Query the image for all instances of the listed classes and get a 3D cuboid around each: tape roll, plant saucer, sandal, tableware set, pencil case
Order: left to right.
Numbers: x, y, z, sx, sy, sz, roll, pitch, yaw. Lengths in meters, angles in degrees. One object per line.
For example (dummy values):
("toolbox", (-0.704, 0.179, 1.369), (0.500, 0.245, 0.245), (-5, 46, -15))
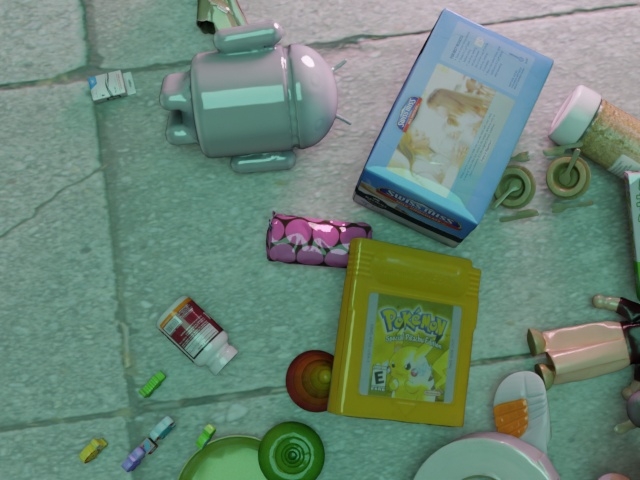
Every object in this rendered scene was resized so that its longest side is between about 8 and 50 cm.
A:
("plant saucer", (-0.156, 0.491, 1.759), (0.241, 0.037, 0.241), (0, 84, 0))
("pencil case", (0.000, 0.000, 1.781), (0.209, 0.095, 0.098), (7, 69, -2))
("tape roll", (0.306, 0.495, 1.686), (0.286, 0.100, 0.286), (-2, 85, 21))
("sandal", (0.389, 0.381, 1.758), (0.102, 0.076, 0.265), (-5, 86, 21))
("tableware set", (0.418, -0.113, 1.771), (0.194, 0.039, 0.128), (-11, 87, 30))

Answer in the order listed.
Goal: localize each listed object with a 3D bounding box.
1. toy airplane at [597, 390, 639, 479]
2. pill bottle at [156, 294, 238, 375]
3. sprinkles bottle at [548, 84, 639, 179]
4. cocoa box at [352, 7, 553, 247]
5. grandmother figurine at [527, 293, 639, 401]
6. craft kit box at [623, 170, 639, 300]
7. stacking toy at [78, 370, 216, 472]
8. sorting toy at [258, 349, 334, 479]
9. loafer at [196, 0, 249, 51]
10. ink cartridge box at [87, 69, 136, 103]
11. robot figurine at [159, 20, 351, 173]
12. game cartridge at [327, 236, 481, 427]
("toy airplane", (0.593, 0.457, 1.628), (0.386, 0.272, 0.384), (-40, 110, -42))
("pill bottle", (-0.233, 0.183, 1.761), (0.152, 0.086, 0.086), (44, 86, 2))
("sprinkles bottle", (0.621, -0.164, 1.786), (0.355, 0.121, 0.121), (30, 85, 1))
("cocoa box", (0.238, -0.201, 1.713), (0.231, 0.228, 0.347), (26, 79, 1))
("grandmother figurine", (0.580, 0.202, 1.765), (0.342, 0.104, 0.208), (-14, 94, 1))
("craft kit box", (0.703, -0.022, 1.712), (0.246, 0.061, 0.250), (-8, 99, 12))
("stacking toy", (-0.324, 0.381, 1.741), (0.167, 0.052, 0.221), (40, 85, 16))
("sorting toy", (-0.039, 0.371, 1.698), (0.127, 0.126, 0.366), (21, 74, -4))
("loafer", (-0.207, -0.456, 1.812), (0.092, 0.102, 0.269), (-26, 86, -9))
("ink cartridge box", (-0.413, -0.307, 1.832), (0.083, 0.028, 0.048), (-15, 85, -2))
("robot figurine", (-0.120, -0.265, 1.745), (0.353, 0.200, 0.300), (-5, 125, -1))
("game cartridge", (0.164, 0.175, 1.725), (0.285, 0.052, 0.324), (11, 84, -27))
